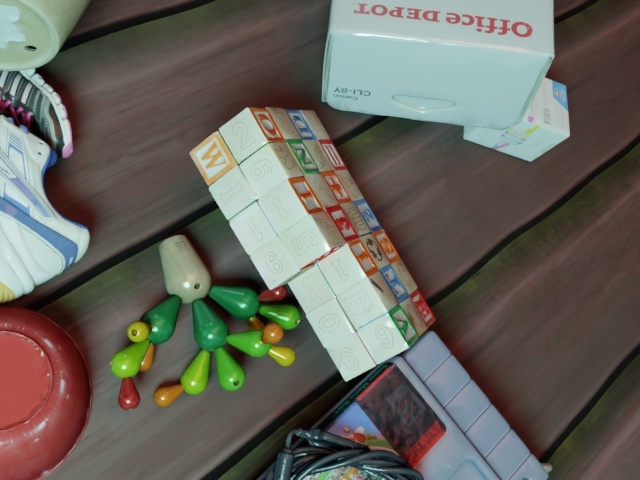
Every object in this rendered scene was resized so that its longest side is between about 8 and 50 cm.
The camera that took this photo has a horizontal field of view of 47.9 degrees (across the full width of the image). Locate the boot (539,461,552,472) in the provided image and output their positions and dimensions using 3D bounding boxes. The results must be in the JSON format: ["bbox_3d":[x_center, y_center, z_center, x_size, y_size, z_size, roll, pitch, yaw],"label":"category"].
[{"bbox_3d":[0.235,0.313,0.879,0.119,0.042,0.086,8,71,-20],"label":"boot"}]

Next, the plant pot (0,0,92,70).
[{"bbox_3d":[-0.313,-0.320,0.721,0.257,0.256,0.273,10,65,-23],"label":"plant pot"}]

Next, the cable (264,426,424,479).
[{"bbox_3d":[0.026,0.274,0.703,0.185,0.047,0.150,24,68,-13],"label":"cable"}]

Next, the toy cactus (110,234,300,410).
[{"bbox_3d":[-0.128,0.075,0.765,0.219,0.112,0.180,-19,70,-22],"label":"toy cactus"}]

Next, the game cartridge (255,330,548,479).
[{"bbox_3d":[0.065,0.287,0.770,0.355,0.068,0.230,-39,94,-25],"label":"game cartridge"}]

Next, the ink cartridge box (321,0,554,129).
[{"bbox_3d":[0.162,-0.368,0.986,0.280,0.160,0.384,7,66,1],"label":"ink cartridge box"}]

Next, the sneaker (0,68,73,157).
[{"bbox_3d":[-0.330,-0.149,0.767,0.075,0.063,0.170,-32,82,-32],"label":"sneaker"}]

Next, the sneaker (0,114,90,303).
[{"bbox_3d":[-0.342,-0.087,0.718,0.131,0.112,0.296,-29,95,-36],"label":"sneaker"}]

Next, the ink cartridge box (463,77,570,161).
[{"bbox_3d":[0.281,-0.193,1.068,0.143,0.090,0.092,15,64,-19],"label":"ink cartridge box"}]

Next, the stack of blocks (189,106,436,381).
[{"bbox_3d":[0.000,0.000,0.808,0.297,0.087,0.171,59,24,4],"label":"stack of blocks"}]

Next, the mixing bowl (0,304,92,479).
[{"bbox_3d":[-0.294,0.135,0.652,0.182,0.098,0.181,9,67,-22],"label":"mixing bowl"}]
